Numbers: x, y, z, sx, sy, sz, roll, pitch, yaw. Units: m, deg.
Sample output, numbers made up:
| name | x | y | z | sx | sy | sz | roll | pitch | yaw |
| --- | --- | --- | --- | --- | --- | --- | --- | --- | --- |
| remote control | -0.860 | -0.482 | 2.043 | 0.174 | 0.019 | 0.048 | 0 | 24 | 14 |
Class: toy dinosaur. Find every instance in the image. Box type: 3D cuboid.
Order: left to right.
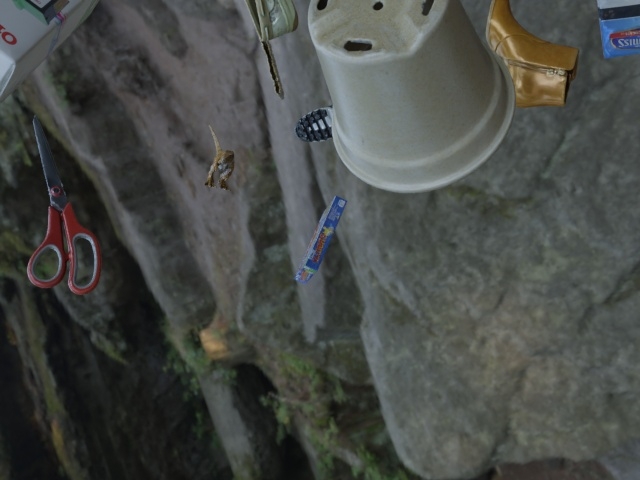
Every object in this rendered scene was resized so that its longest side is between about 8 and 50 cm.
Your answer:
| name | x | y | z | sx | sy | sz | roll | pitch | yaw |
| --- | --- | --- | --- | --- | --- | --- | --- | --- | --- |
| toy dinosaur | -0.202 | -0.164 | 1.748 | 0.112 | 0.064 | 0.211 | -71 | 22 | 9 |

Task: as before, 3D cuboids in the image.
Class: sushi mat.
| name | x | y | z | sx | sy | sz | roll | pitch | yaw |
| --- | --- | --- | --- | --- | --- | --- | --- | --- | --- |
| sushi mat | -0.119 | -0.434 | 2.121 | 0.316 | 0.019 | 0.152 | -96 | -10 | -83 |

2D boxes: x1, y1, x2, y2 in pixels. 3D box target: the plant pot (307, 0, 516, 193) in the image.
| name | x | y | z | sx | sy | sz | roll | pitch | yaw |
| --- | --- | --- | --- | --- | --- | --- | --- | --- | --- |
| plant pot | 0.132 | -0.293 | 1.371 | 0.334 | 0.333 | 0.305 | 68 | -172 | 30 |

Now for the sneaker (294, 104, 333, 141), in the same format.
| name | x | y | z | sx | sy | sz | roll | pitch | yaw |
| --- | --- | --- | --- | --- | --- | --- | --- | --- | --- |
| sneaker | 0.052 | -0.295 | 2.016 | 0.106 | 0.234 | 0.078 | -28 | -85 | -78 |

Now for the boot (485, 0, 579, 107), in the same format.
| name | x | y | z | sx | sy | sz | roll | pitch | yaw |
| --- | --- | --- | --- | --- | --- | --- | --- | --- | --- |
| boot | 0.494 | -0.449 | 1.954 | 0.104 | 0.211 | 0.295 | 26 | -111 | -67 |

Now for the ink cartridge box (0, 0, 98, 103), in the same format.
| name | x | y | z | sx | sy | sz | roll | pitch | yaw |
| --- | --- | --- | --- | --- | --- | --- | --- | --- | --- |
| ink cartridge box | -0.425 | -0.327 | 1.091 | 0.201 | 0.117 | 0.278 | 39 | -137 | -16 |

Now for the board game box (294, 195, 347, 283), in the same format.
| name | x | y | z | sx | sy | sz | roll | pitch | yaw |
| --- | --- | --- | --- | --- | --- | --- | --- | --- | --- |
| board game box | 0.000 | 0.000 | 2.098 | 0.201 | 0.035 | 0.136 | -67 | 5 | -21 |

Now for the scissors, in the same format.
| name | x | y | z | sx | sy | sz | roll | pitch | yaw |
| --- | --- | --- | --- | --- | --- | --- | --- | --- | --- |
| scissors | -0.397 | -0.059 | 1.308 | 0.021 | 0.108 | 0.297 | 117 | 150 | -68 |

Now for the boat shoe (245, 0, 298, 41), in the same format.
| name | x | y | z | sx | sy | sz | roll | pitch | yaw |
| --- | --- | --- | --- | --- | --- | --- | --- | --- | --- |
| boat shoe | -0.148 | -0.560 | 1.780 | 0.285 | 0.089 | 0.104 | 60 | 164 | 4 |

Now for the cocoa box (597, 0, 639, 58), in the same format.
| name | x | y | z | sx | sy | sz | roll | pitch | yaw |
| --- | --- | --- | --- | --- | --- | --- | --- | --- | --- |
| cocoa box | 0.840 | -0.678 | 2.177 | 0.228 | 0.231 | 0.347 | 64 | -149 | -45 |
